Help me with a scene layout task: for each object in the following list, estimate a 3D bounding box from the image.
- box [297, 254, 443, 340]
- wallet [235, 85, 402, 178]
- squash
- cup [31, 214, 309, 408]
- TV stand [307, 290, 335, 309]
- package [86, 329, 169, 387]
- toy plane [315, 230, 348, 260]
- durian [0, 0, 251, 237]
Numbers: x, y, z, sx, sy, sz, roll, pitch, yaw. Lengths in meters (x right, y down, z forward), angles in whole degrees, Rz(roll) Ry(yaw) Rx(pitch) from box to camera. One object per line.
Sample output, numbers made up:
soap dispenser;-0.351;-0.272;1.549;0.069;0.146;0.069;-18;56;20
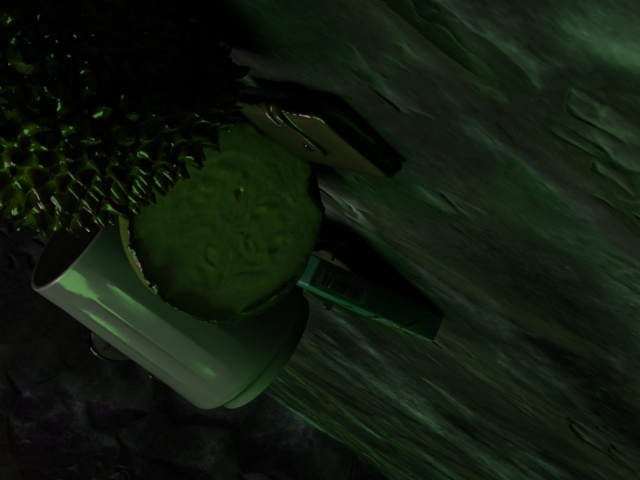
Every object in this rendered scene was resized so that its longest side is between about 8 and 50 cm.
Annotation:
box;0.019;0.053;1.886;0.229;0.041;0.162;26;177;-43
wallet;-0.007;-0.099;1.434;0.118;0.039;0.152;38;169;-34
squash;-0.117;-0.029;1.581;0.220;0.220;0.133;39;164;-30
cup;-0.203;0.046;2.192;0.327;0.237;0.323;37;-162;-21
TV stand;-0.071;0.012;2.094;0.249;0.036;0.042;37;169;-19
package;-0.260;0.093;2.282;0.166;0.232;0.040;22;147;-33
toy plane;0.000;0.000;1.861;0.083;0.031;0.078;28;-176;37
durian;-0.212;-0.133;1.325;0.292;0.258;0.258;25;174;-29
